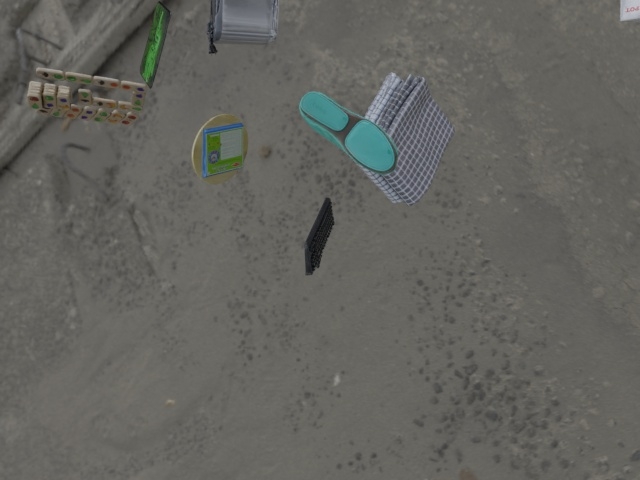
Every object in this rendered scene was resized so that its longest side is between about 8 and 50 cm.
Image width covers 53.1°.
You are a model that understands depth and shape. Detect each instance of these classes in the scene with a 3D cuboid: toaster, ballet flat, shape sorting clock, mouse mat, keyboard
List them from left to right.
[{"bbox_3d":[-0.406,-0.479,1.566,0.152,0.007,0.190,50,125,51],"label":"mouse mat"},{"bbox_3d":[-0.286,-0.260,1.830,0.040,0.206,0.206,21,93,36],"label":"shape sorting clock"},{"bbox_3d":[-0.175,-0.527,1.439,0.129,0.146,0.227,-157,68,-70],"label":"toaster"},{"bbox_3d":[0.000,0.000,1.336,0.023,0.180,0.108,8,128,13],"label":"keyboard"},{"bbox_3d":[0.064,-0.213,1.286,0.247,0.087,0.083,40,93,17],"label":"ballet flat"}]

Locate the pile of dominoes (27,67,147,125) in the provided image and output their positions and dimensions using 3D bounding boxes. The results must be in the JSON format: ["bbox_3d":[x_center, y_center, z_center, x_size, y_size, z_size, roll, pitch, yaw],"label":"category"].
[{"bbox_3d":[-0.539,-0.314,1.487,0.196,0.251,0.040,133,139,-63],"label":"pile of dominoes"}]

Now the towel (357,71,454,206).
[{"bbox_3d":[0.227,-0.267,1.685,0.121,0.235,0.284,11,67,50],"label":"towel"}]

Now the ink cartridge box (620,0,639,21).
[{"bbox_3d":[0.688,-0.547,1.288,0.139,0.082,0.191,11,108,54],"label":"ink cartridge box"}]
